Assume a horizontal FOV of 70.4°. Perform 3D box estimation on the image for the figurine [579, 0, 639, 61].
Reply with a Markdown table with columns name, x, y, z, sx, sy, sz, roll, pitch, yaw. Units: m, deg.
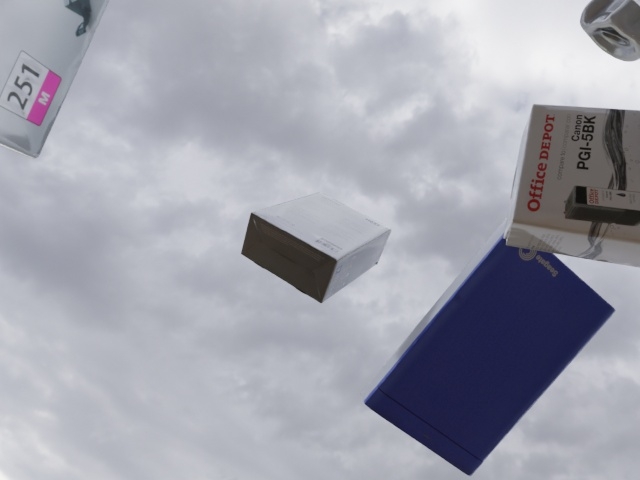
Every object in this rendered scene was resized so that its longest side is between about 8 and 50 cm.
| name | x | y | z | sx | sy | sz | roll | pitch | yaw |
| --- | --- | --- | --- | --- | --- | --- | --- | --- | --- |
| figurine | 0.424 | -0.252 | 0.455 | 0.215 | 0.092 | 0.209 | 42 | -71 | 7 |

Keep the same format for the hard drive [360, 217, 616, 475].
| name | x | y | z | sx | sy | sz | roll | pitch | yaw |
| --- | --- | --- | --- | --- | --- | --- | --- | --- | --- |
| hard drive | 0.237 | 0.158 | 0.643 | 0.210 | 0.040 | 0.319 | 37 | -85 | -13 |

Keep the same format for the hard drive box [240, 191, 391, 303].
| name | x | y | z | sx | sy | sz | roll | pitch | yaw |
| --- | --- | --- | --- | --- | --- | --- | --- | --- | --- |
| hard drive box | 0.000 | 0.000 | 0.844 | 0.181 | 0.232 | 0.089 | 29 | -62 | 22 |

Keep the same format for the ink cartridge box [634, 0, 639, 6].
| name | x | y | z | sx | sy | sz | roll | pitch | yaw |
| --- | --- | --- | --- | --- | --- | --- | --- | --- | --- |
| ink cartridge box | 0.313 | -0.123 | 0.188 | 0.114 | 0.273 | 0.198 | 26 | -53 | -23 |

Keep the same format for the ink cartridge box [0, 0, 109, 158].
| name | x | y | z | sx | sy | sz | roll | pitch | yaw |
| --- | --- | --- | --- | --- | --- | --- | --- | --- | --- |
| ink cartridge box | -0.275 | -0.232 | 0.360 | 0.060 | 0.239 | 0.275 | 21 | -94 | 7 |

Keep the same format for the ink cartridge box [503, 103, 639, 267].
| name | x | y | z | sx | sy | sz | roll | pitch | yaw |
| --- | --- | --- | --- | --- | --- | --- | --- | --- | --- |
| ink cartridge box | 0.212 | -0.038 | 0.326 | 0.135 | 0.099 | 0.056 | 10 | -13 | 20 |
